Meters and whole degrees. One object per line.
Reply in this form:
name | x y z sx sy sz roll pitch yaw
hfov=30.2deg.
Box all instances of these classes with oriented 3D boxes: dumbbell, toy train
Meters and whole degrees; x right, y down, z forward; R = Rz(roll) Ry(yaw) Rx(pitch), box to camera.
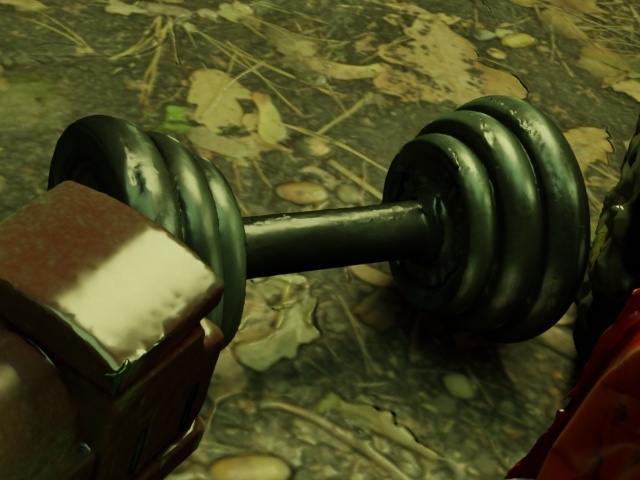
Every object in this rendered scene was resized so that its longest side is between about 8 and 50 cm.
dumbbell | 0.000 0.000 0.768 0.406 0.179 0.179 -6 44 -28
toy train | -0.173 0.123 0.520 0.150 0.221 0.304 33 42 16

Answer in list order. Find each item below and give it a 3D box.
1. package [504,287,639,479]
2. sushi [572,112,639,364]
package | 0.317 0.190 0.646 0.424 0.196 0.123 34 40 19
sushi | 0.352 -0.029 0.825 0.285 0.328 0.328 22 31 12
